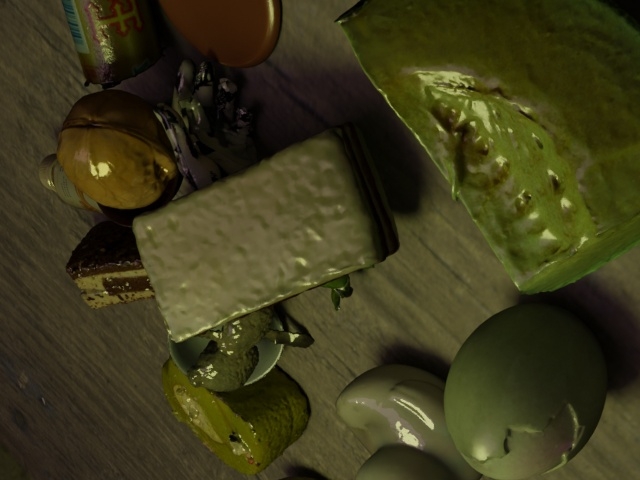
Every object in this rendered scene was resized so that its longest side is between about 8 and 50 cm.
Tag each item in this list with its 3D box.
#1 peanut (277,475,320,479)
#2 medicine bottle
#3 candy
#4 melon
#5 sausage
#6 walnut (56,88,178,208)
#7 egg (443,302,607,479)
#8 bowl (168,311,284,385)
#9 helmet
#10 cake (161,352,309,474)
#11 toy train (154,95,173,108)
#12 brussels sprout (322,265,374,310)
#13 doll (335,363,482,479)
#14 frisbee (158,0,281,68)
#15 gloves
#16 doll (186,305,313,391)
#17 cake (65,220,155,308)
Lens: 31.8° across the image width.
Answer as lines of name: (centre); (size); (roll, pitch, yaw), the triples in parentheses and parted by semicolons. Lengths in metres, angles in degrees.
peanut: (0.004, 0.501, 1.977); (0.275, 0.125, 0.111); (20, 138, 39)
medicine bottle: (-0.383, -0.106, 1.883); (0.252, 0.114, 0.114); (11, 129, 47)
candy: (-0.069, -0.010, 1.427); (0.321, 0.135, 0.179); (-23, 92, 20)
melon: (0.184, -0.127, 1.087); (0.343, 0.226, 0.331); (61, 161, 10)
sausage: (-0.300, -0.374, 1.525); (0.117, 0.125, 0.317); (21, 133, 40)
walnut: (-0.280, -0.126, 1.575); (0.159, 0.159, 0.206); (35, 174, 25)
egg: (0.232, 0.183, 1.309); (0.183, 0.217, 0.183); (29, 140, 27)
bowl: (-0.153, 0.143, 1.837); (0.086, 0.189, 0.189); (-98, -10, -63)
helmet: (-0.268, -0.103, 1.728); (0.155, 0.106, 0.175); (-10, 81, 15)
cake: (-0.157, 0.279, 1.948); (0.260, 0.156, 0.179); (38, 138, 24)
toy train: (-0.196, -0.175, 1.638); (0.093, 0.056, 0.038); (38, 159, 22)
brussels sprout: (-0.003, 0.001, 1.540); (0.181, 0.100, 0.139); (49, 161, -16)
doll: (0.113, 0.305, 1.580); (0.251, 0.221, 0.221); (47, 147, 9)
frisbee: (-0.145, -0.336, 1.457); (0.251, 0.021, 0.250); (30, 141, 28)
gloves: (-0.154, -0.145, 1.555); (0.111, 0.128, 0.212); (143, 109, -82)
doll: (-0.116, 0.120, 1.709); (0.091, 0.203, 0.285); (53, 155, 32)
cake: (-0.315, 0.030, 1.998); (0.246, 0.135, 0.112); (-9, 131, 22)
